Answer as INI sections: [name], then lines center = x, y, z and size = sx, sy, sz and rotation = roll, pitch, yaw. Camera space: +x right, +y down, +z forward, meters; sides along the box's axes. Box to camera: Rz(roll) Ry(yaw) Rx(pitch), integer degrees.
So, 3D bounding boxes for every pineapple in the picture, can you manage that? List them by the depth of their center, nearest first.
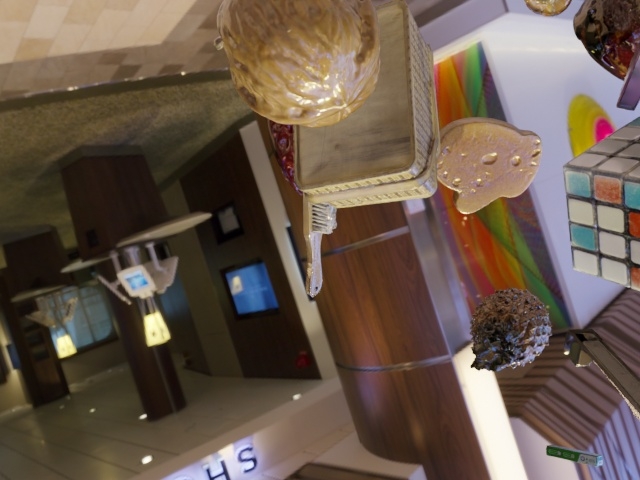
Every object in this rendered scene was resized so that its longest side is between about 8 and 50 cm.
[pineapple]
center = 0.453, 0.241, 1.263
size = 0.201, 0.202, 0.362
rotation = -18, -179, 29

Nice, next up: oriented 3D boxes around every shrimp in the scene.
[shrimp]
center = 0.395, -0.486, 0.899
size = 0.124, 0.179, 0.034
rotation = -9, -159, -14

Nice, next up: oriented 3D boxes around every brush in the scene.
[brush]
center = 0.000, 0.000, 1.184
size = 0.065, 0.328, 0.070
rotation = 18, -143, 23

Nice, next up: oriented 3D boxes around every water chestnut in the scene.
[water chestnut]
center = 0.801, -0.542, 1.201
size = 0.334, 0.336, 0.347
rotation = -18, 175, -16

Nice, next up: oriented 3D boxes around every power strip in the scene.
[power strip]
center = 0.579, -0.342, 0.901
size = 0.037, 0.109, 0.279
rotation = 20, 167, 22

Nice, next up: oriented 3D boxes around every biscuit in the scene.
[biscuit]
center = 0.478, -0.216, 1.527
size = 0.343, 0.288, 0.057
rotation = 6, -154, -12

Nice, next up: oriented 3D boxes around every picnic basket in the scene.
[picnic basket]
center = 0.083, -0.218, 0.921
size = 0.227, 0.313, 0.175
rotation = -6, 167, 26

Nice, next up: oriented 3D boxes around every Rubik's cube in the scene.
[Rubik's cube]
center = 0.660, -0.067, 0.988
size = 0.258, 0.254, 0.256
rotation = -30, -151, -21

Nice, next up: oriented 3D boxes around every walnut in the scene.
[walnut]
center = -0.023, -0.239, 0.639
size = 0.213, 0.214, 0.213
rotation = -18, 180, 0

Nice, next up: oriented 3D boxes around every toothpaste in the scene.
[toothpaste]
center = 0.410, 0.348, 0.835
size = 0.020, 0.017, 0.083
rotation = 12, 167, -36

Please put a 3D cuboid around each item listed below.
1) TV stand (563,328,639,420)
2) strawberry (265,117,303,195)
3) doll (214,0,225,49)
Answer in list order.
[TV stand]
center = 0.404, 0.206, 0.691
size = 0.040, 0.049, 0.256
rotation = -1, -158, 0
[strawberry]
center = -0.002, -0.285, 1.269
size = 0.295, 0.345, 0.317
rotation = -25, -174, 43
[doll]
center = -0.141, -0.600, 1.349
size = 0.329, 0.174, 0.235
rotation = 10, -118, 45
